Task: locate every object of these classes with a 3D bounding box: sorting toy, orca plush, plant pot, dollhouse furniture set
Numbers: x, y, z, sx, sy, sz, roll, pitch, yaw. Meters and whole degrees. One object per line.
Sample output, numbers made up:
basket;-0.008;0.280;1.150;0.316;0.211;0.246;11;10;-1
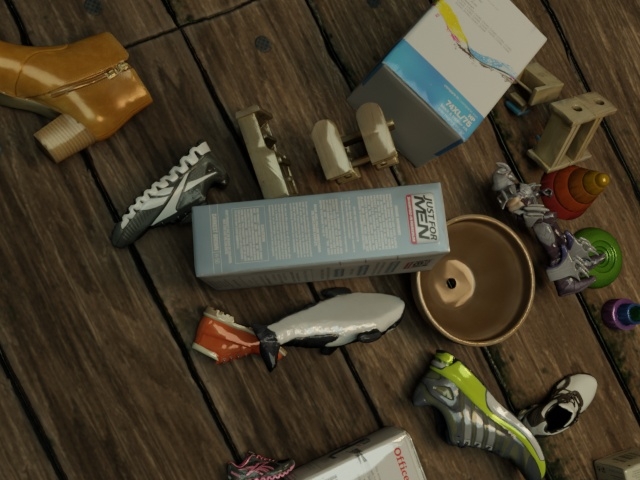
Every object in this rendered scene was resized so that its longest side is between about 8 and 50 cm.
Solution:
sorting toy;0.571;0.006;1.322;0.127;0.126;0.366;-21;89;-18
orca plush;0.019;0.171;1.143;0.287;0.151;0.102;-21;130;-41
plant pot;0.263;0.075;1.227;0.237;0.110;0.237;2;82;-18
dollhouse furniture set;0.003;-0.176;1.133;0.242;0.212;0.161;-19;90;9
dollhouse furniture set;0.467;-0.255;1.345;0.129;0.129;0.184;-18;53;-25

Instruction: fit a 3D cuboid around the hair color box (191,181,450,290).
hair color box;0.000;0.000;1.063;0.374;0.185;0.114;-5;79;0

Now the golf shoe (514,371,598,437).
golf shoe;0.471;0.320;1.268;0.198;0.094;0.077;-30;91;-20

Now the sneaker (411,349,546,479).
sneaker;0.284;0.340;1.213;0.300;0.111;0.121;45;83;-1

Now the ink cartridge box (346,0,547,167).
ink cartridge box;0.226;-0.313;1.221;0.197;0.198;0.270;42;74;-7

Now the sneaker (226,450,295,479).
sneaker;-0.102;0.378;1.115;0.119;0.047;0.057;-11;75;-19

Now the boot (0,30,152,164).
boot;-0.434;-0.288;1.077;0.211;0.104;0.295;-44;102;-22

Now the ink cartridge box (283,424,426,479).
ink cartridge box;0.067;0.432;1.131;0.218;0.092;0.159;-19;89;-16

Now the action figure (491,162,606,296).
action figure;0.418;-0.039;1.264;0.285;0.099;0.185;50;33;-8

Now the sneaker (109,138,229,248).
sneaker;-0.241;-0.058;1.108;0.106;0.078;0.234;44;71;-5

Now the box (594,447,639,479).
box;0.629;0.554;1.284;0.113;0.094;0.275;-9;86;-17

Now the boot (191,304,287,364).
boot;-0.137;0.179;1.123;0.158;0.059;0.085;25;79;-4
